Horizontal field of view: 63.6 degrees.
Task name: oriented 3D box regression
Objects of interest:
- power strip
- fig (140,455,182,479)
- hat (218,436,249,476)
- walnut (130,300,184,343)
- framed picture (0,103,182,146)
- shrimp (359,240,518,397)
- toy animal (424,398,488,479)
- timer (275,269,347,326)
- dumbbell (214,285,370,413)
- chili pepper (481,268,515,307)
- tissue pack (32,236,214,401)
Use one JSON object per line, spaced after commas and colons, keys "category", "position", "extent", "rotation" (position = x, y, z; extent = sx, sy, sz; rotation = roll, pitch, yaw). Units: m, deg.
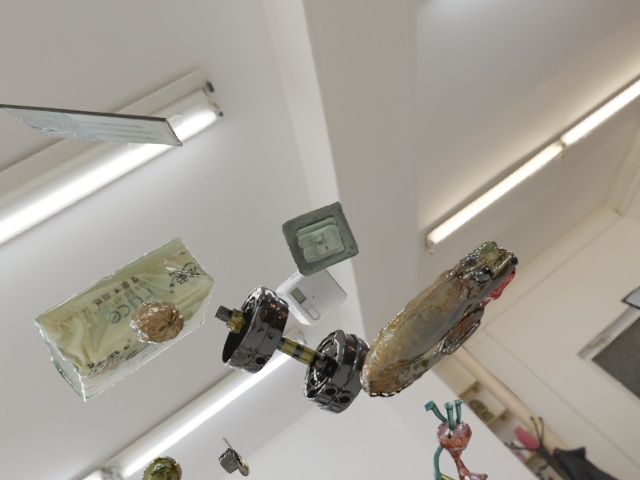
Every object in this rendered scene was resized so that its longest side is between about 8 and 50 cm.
{"category": "power strip", "position": [0.000, 0.000, 1.639], "extent": [0.213, 0.064, 0.198], "rotation": [-24, -74, 1]}
{"category": "fig", "position": [-0.312, 0.464, 1.021], "extent": [0.084, 0.082, 0.098], "rotation": [-9, -40, -44]}
{"category": "hat", "position": [-0.235, 0.570, 1.344], "extent": [0.050, 0.121, 0.121], "rotation": [-35, -35, -15]}
{"category": "walnut", "position": [-0.278, 0.140, 0.882], "extent": [0.079, 0.096, 0.082], "rotation": [47, -126, -27]}
{"category": "framed picture", "position": [-0.489, -0.251, 1.151], "extent": [0.324, 0.244, 0.013], "rotation": [4, -92, -7]}
{"category": "shrimp", "position": [0.153, 0.113, 0.656], "extent": [0.253, 0.058, 0.173], "rotation": [-44, -39, 7]}
{"category": "toy animal", "position": [0.261, 0.415, 1.003], "extent": [0.104, 0.208, 0.100], "rotation": [-14, -8, -7]}
{"category": "timer", "position": [-0.040, 0.217, 2.097], "extent": [0.194, 0.192, 0.195], "rotation": [-42, 7, -14]}
{"category": "dumbbell", "position": [-0.052, 0.241, 1.129], "extent": [0.389, 0.185, 0.185], "rotation": [30, -73, -15]}
{"category": "chili pepper", "position": [0.588, 0.150, 1.784], "extent": [0.110, 0.110, 0.387], "rotation": [-26, -30, -24]}
{"category": "tissue pack", "position": [-0.512, 0.216, 1.396], "extent": [0.405, 0.205, 0.331], "rotation": [-36, -14, -33]}
